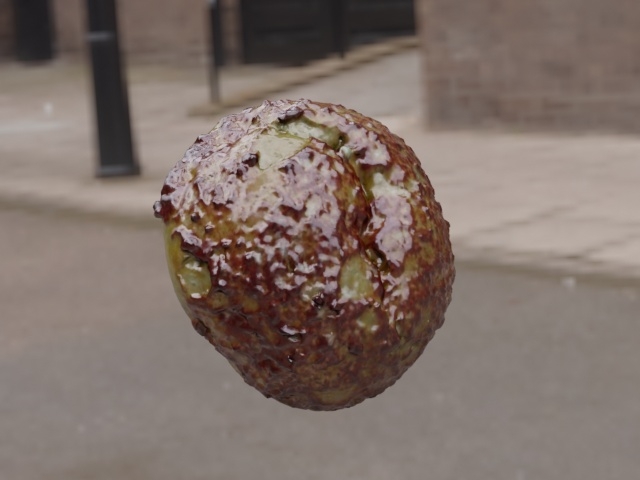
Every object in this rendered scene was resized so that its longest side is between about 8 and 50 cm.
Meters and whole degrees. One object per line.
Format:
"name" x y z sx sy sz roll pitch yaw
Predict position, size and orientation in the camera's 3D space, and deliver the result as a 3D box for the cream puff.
"cream puff" 0.000 0.000 0.882 0.149 0.149 0.084 -11 -14 -40
